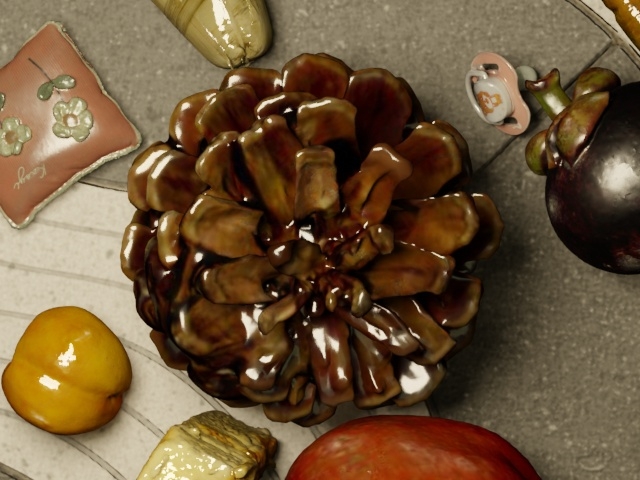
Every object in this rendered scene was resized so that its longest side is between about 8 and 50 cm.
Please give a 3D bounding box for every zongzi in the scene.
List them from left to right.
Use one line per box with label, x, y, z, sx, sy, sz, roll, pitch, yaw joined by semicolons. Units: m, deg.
zongzi;-0.091;-0.302;1.897;0.197;0.099;0.194;-40;86;-5

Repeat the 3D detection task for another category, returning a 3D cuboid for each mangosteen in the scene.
mangosteen;0.307;-0.087;1.811;0.250;0.211;0.211;41;92;14

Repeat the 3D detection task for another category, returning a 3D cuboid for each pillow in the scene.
pillow;-0.314;-0.128;1.915;0.179;0.075;0.171;-36;87;4

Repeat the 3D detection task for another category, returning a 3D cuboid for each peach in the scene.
peach;-0.271;0.144;1.881;0.138;0.138;0.138;0;89;4

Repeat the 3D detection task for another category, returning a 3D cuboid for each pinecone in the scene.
pinecone;0.000;0.000;1.764;0.398;0.398;0.398;0;89;4

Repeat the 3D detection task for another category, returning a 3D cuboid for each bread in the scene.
bread;-0.132;0.278;1.794;0.114;0.275;0.185;30;92;4

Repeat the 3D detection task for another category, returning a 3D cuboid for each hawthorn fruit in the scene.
hawthorn fruit;0.086;0.306;1.783;0.311;0.295;0.295;-23;87;-30

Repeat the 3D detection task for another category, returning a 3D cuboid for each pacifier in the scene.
pacifier;0.202;-0.167;1.891;0.078;0.081;0.099;-34;114;-28

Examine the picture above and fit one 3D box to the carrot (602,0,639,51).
carrot;0.376;-0.213;1.875;0.066;0.066;0.314;-36;84;3
